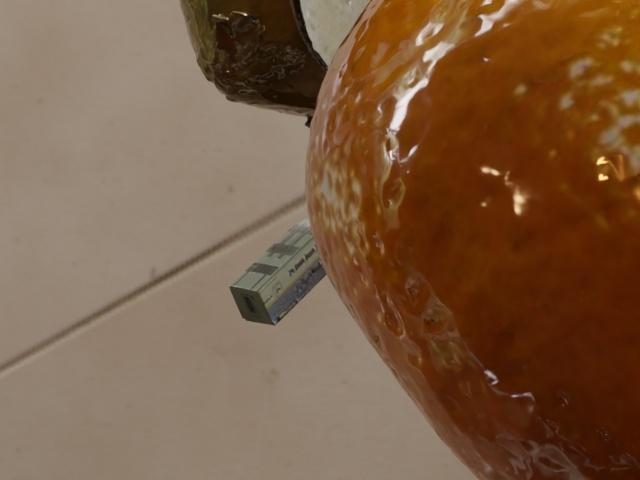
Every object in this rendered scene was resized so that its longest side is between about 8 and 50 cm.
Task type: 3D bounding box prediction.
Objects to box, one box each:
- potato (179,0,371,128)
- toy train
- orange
[{"bbox_3d":[-0.021,-0.230,1.501,0.196,0.300,0.246,-1,65,34],"label":"potato"},{"bbox_3d":[0.000,0.000,1.567,0.052,0.051,0.234,9,43,44],"label":"toy train"},{"bbox_3d":[0.193,-0.005,0.811,0.326,0.424,0.424,-42,69,8],"label":"orange"}]
